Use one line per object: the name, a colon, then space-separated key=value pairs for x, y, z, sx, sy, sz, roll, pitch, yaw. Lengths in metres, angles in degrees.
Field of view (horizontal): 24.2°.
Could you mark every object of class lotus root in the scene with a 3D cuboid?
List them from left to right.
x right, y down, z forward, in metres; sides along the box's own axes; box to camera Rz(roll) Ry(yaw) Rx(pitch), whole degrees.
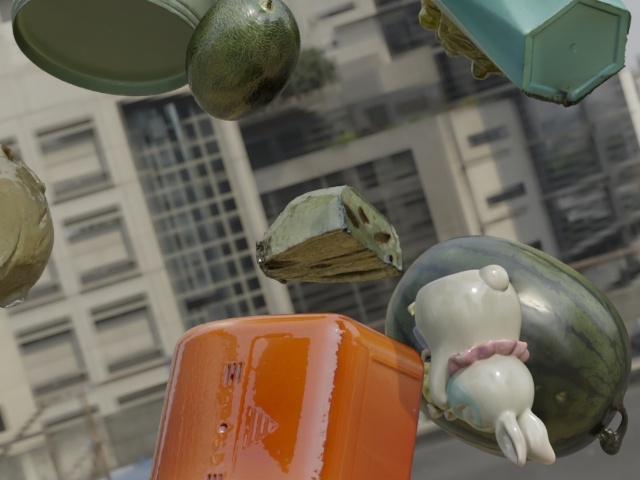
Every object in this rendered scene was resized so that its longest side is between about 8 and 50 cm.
lotus root: x=-0.001 y=-0.004 z=1.609 sx=0.144 sy=0.070 sz=0.143 roll=-11 pitch=-26 yaw=19

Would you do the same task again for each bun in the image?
bun: x=-0.295 y=-0.031 z=1.268 sx=0.113 sy=0.173 sz=0.166 roll=-41 pitch=38 yaw=5

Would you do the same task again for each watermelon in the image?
watermelon: x=0.256 y=0.148 z=1.978 sx=0.359 sy=0.279 sz=0.279 roll=29 pitch=23 yaw=23

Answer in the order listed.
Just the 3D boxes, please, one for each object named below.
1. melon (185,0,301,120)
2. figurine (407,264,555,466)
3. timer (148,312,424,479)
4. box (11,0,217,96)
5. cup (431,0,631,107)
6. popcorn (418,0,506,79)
melon: x=-0.080 y=-0.195 z=1.558 sx=0.114 sy=0.114 sz=0.167 roll=-18 pitch=-25 yaw=-38
figurine: x=0.182 y=0.162 z=1.737 sx=0.155 sy=0.235 sz=0.127 roll=-25 pitch=-23 yaw=34
timer: x=-0.056 y=0.200 z=1.415 sx=0.250 sy=0.257 sz=0.161 roll=-5 pitch=-25 yaw=31
box: x=-0.229 y=-0.283 z=1.692 sx=0.226 sy=0.149 sz=0.226 roll=5 pitch=-25 yaw=2
cup: x=0.170 y=-0.222 z=1.324 sx=0.134 sy=0.236 sz=0.148 roll=10 pitch=-56 yaw=-29
popcorn: x=0.228 y=-0.313 z=1.746 sx=0.249 sy=0.249 sz=0.225 roll=-16 pitch=39 yaw=29
